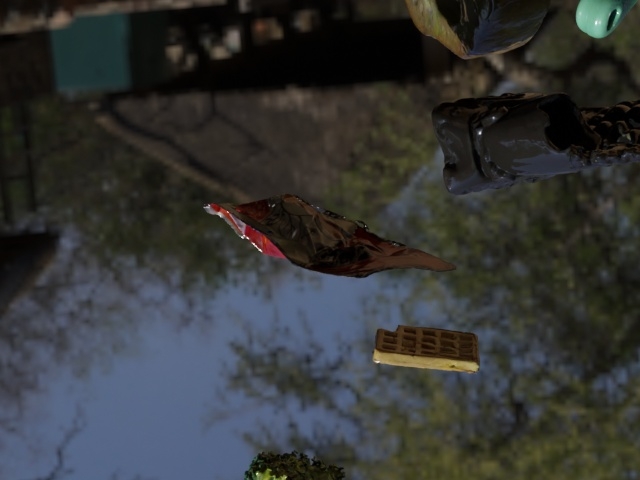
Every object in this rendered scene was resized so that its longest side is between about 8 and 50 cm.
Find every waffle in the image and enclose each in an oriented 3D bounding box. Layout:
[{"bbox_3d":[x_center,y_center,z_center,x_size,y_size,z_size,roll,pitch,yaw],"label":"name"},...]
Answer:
[{"bbox_3d":[0.134,0.136,1.975,0.135,0.021,0.092,7,-156,2],"label":"waffle"}]

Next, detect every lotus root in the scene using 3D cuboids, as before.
[{"bbox_3d":[0.168,-0.402,1.948,0.111,0.390,0.375,-15,151,-12],"label":"lotus root"}]

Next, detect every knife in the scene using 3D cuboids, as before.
[{"bbox_3d":[0.327,-0.281,1.497,0.035,0.063,0.260,31,-122,26],"label":"knife"}]

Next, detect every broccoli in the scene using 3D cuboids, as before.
[{"bbox_3d":[-0.007,0.349,1.975,0.194,0.219,0.194,-22,-142,18],"label":"broccoli"}]

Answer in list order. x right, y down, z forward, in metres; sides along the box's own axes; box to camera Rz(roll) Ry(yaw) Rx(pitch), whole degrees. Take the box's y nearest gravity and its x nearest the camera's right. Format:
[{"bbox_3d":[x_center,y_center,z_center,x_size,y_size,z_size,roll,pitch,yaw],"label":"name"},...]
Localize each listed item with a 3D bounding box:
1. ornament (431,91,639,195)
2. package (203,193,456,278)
[{"bbox_3d":[0.281,-0.112,1.634,0.260,0.106,0.251,-3,-173,40],"label":"ornament"},{"bbox_3d":[0.000,0.000,1.772,0.269,0.071,0.194,27,-151,34],"label":"package"}]
